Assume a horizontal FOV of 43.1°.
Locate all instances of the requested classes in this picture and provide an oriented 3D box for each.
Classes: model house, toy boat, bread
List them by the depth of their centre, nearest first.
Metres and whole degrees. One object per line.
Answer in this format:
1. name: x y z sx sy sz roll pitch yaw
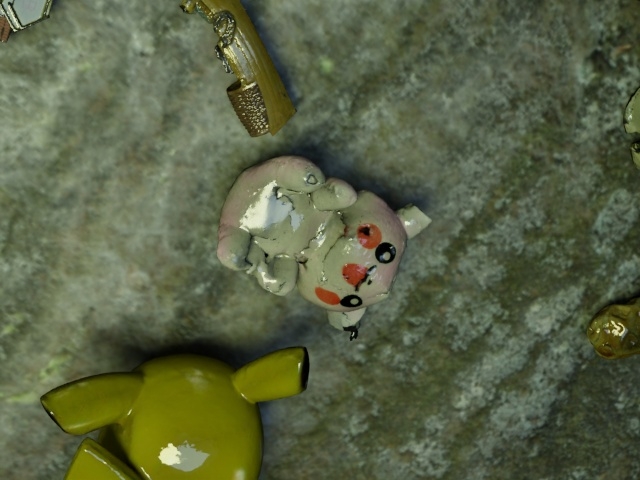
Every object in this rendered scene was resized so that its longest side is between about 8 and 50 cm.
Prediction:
1. model house: -0.253 -0.186 0.630 0.083 0.057 0.058 20 97 -22
2. toy boat: -0.071 -0.156 0.691 0.049 0.047 0.149 -30 113 -3
3. bread: 0.342 0.094 0.877 0.110 0.060 0.066 -15 142 -10

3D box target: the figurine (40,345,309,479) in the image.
1. figurine: -0.140 0.225 0.734 0.218 0.169 0.327 0 109 -20

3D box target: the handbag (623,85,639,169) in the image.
1. handbag: 0.462 -0.096 0.684 0.236 0.358 0.160 -29 114 -3

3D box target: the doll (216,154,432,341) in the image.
1. doll: 0.000 0.000 0.738 0.192 0.095 0.149 30 104 -23
